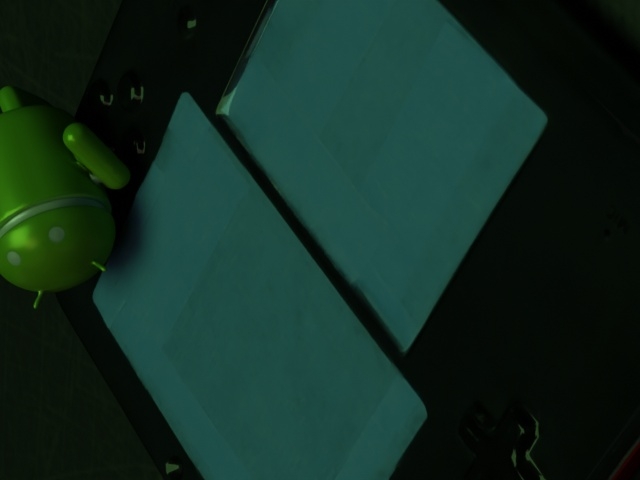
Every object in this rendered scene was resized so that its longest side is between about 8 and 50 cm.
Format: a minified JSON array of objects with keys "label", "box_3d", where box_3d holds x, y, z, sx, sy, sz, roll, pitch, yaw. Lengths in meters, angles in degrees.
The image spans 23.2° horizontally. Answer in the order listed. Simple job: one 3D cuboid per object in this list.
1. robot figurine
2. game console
[{"label":"robot figurine","box_3d":[-0.147,-0.023,0.815,0.101,0.067,0.115,-29,67,16]},{"label":"game console","box_3d":[0.000,0.000,0.727,0.386,0.060,0.342,52,133,34]}]
